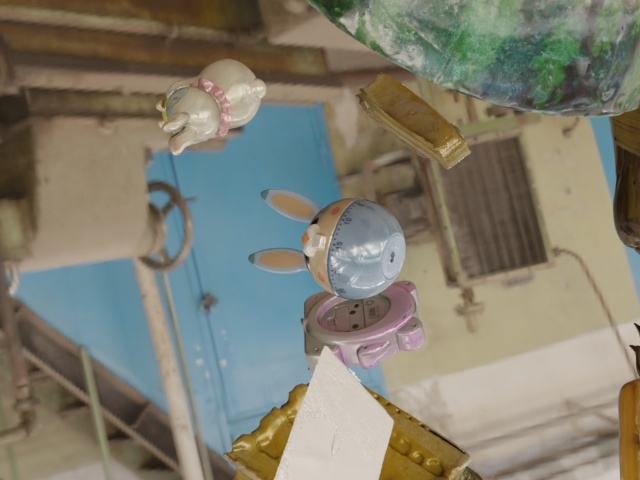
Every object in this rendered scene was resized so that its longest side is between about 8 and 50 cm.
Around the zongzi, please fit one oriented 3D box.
[{"bbox_3d":[0.487,-0.156,1.589,0.286,0.288,0.134,-55,-174,-19],"label":"zongzi"}]

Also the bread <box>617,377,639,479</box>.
[{"bbox_3d":[0.588,0.372,1.861,0.093,0.239,0.074,8,167,-28],"label":"bread"}]

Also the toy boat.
[{"bbox_3d":[0.182,-0.236,2.024,0.089,0.310,0.115,-40,143,-10],"label":"toy boat"}]

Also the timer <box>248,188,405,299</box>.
[{"bbox_3d":[0.005,0.001,1.572,0.256,0.175,0.175,13,178,7],"label":"timer"}]

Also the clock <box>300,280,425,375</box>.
[{"bbox_3d":[0.087,0.174,2.099,0.248,0.090,0.227,-13,-148,7],"label":"clock"}]

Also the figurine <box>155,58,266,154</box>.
[{"bbox_3d":[-0.222,-0.228,1.781,0.155,0.127,0.235,19,-140,33],"label":"figurine"}]

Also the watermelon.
[{"bbox_3d":[0.170,-0.281,0.971,0.292,0.319,0.222,-9,136,-46],"label":"watermelon"}]

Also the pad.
[{"bbox_3d":[0.018,0.248,1.155,0.004,0.156,0.232,-21,-149,35],"label":"pad"}]

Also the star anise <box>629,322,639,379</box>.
[{"bbox_3d":[0.677,0.282,1.952,0.103,0.271,0.272,-13,175,-1],"label":"star anise"}]

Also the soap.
[{"bbox_3d":[0.046,0.404,1.763,0.335,0.156,0.293,28,-137,23],"label":"soap"}]

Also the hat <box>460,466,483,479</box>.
[{"bbox_3d":[0.246,0.495,1.889,0.146,0.146,0.067,-15,142,10],"label":"hat"}]
